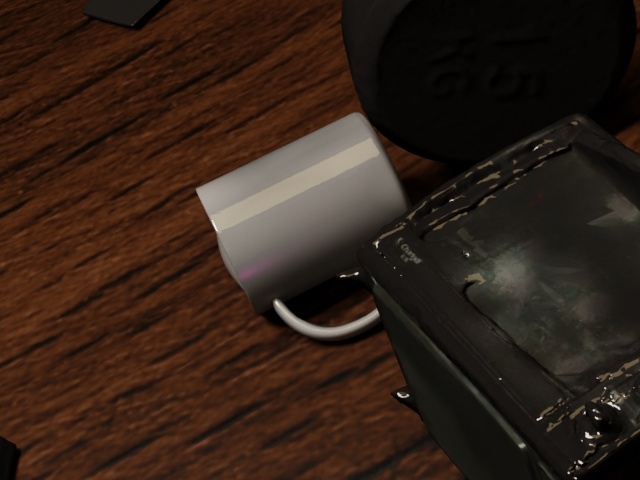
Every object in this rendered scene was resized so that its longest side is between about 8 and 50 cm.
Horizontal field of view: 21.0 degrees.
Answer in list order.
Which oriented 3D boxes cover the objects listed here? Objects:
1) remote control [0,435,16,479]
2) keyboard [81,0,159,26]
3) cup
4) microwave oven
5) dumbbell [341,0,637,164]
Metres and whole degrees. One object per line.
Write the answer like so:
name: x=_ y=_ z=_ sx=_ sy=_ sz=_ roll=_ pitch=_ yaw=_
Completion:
remote control: x=-0.245 y=0.228 z=1.122 sx=0.063 sy=0.025 sz=0.245 roll=-16 pitch=42 yaw=16
keyboard: x=-0.131 y=-0.260 z=1.575 sx=0.074 sy=0.015 sz=0.196 roll=23 pitch=60 yaw=35
cup: x=-0.002 y=-0.003 z=1.207 sx=0.133 sy=0.136 sz=0.099 roll=-27 pitch=8 yaw=-4
microwave oven: x=0.154 y=0.072 z=0.971 sx=0.178 sy=0.188 sz=0.247 roll=-33 pitch=43 yaw=-9
dumbbell: x=0.101 y=-0.227 z=1.291 sx=0.203 sy=0.204 sz=0.322 roll=-18 pitch=43 yaw=7
